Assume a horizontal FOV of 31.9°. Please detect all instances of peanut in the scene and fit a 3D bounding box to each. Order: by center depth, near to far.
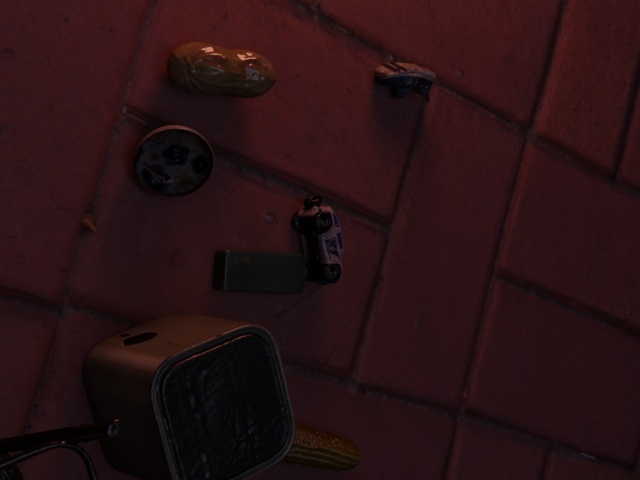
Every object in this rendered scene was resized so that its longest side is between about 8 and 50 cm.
[{"bbox_3d":[-0.170,-0.302,1.987,0.214,0.099,0.090,0,83,-40],"label":"peanut"}]

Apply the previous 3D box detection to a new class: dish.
[{"bbox_3d":[-0.260,-0.152,1.949,0.141,0.078,0.141,-8,126,-11],"label":"dish"}]

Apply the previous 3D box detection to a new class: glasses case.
[{"bbox_3d":[-0.112,0.059,2.088,0.184,0.039,0.077,4,90,-38],"label":"glasses case"}]

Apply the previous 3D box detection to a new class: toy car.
[{"bbox_3d":[0.000,0.000,2.147,0.070,0.080,0.170,-17,102,-38],"label":"toy car"}]

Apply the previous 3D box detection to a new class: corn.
[{"bbox_3d":[-0.014,0.397,2.161,0.231,0.080,0.080,18,81,-38],"label":"corn"}]

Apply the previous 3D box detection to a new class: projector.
[{"bbox_3d":[-0.220,0.270,1.884,0.249,0.249,0.248,-21,105,-35],"label":"projector"}]

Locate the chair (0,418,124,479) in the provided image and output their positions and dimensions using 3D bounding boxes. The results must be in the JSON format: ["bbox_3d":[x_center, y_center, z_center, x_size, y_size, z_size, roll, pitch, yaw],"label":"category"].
[{"bbox_3d":[-0.486,0.452,1.585,0.365,0.410,0.361,-21,104,-35],"label":"chair"}]

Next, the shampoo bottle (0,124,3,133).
[{"bbox_3d":[-0.585,-0.254,1.690,0.104,0.061,0.258,-37,114,-30],"label":"shampoo bottle"}]

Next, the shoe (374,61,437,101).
[{"bbox_3d":[0.169,-0.323,2.276,0.143,0.064,0.071,1,110,-33],"label":"shoe"}]
